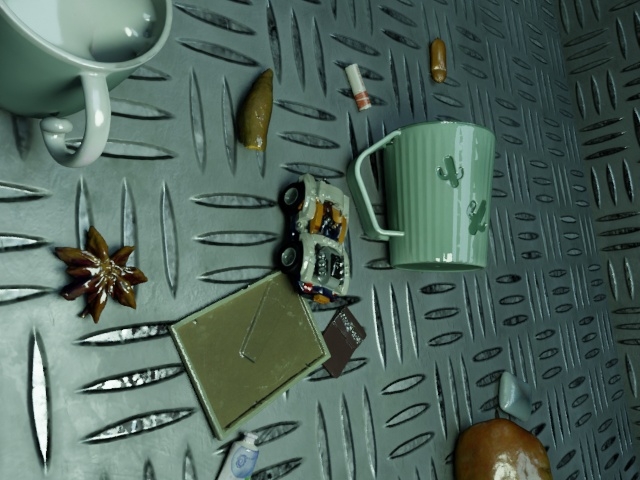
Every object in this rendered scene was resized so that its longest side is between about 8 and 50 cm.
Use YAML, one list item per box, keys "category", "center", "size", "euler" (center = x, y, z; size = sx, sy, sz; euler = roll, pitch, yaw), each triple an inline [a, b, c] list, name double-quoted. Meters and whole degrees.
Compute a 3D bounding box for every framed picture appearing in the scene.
- category: "framed picture"
  center: [-0.133, 0.218, 1.096]
  size: [0.335, 0.022, 0.247]
  euler: [-28, 97, -45]

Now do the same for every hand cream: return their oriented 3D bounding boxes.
- category: "hand cream"
  center: [-0.159, 0.445, 1.011]
  size: [0.084, 0.053, 0.142]
  euler: [32, 70, -37]

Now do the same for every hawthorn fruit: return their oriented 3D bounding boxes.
- category: "hawthorn fruit"
  center: [0.517, 0.638, 1.493]
  size: [0.268, 0.268, 0.301]
  euler: [20, 58, -41]

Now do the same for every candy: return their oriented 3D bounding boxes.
- category: "candy"
  center: [0.685, 0.547, 1.813]
  size: [0.174, 0.071, 0.138]
  euler: [33, 59, -35]

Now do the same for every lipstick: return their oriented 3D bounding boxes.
- category: "lipstick"
  center: [0.109, -0.438, 1.489]
  size: [0.038, 0.038, 0.130]
  euler: [-27, 100, -45]

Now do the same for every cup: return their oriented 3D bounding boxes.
- category: "cup"
  center: [0.286, -0.118, 1.459]
  size: [0.310, 0.401, 0.392]
  euler: [38, 54, -75]
- category: "cup"
  center: [-0.397, -0.281, 0.778]
  size: [0.259, 0.274, 0.356]
  euler: [-10, 89, -45]

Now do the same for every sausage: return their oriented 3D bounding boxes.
- category: "sausage"
  center: [0.418, -0.635, 1.837]
  size: [0.062, 0.054, 0.183]
  euler: [0, 81, -13]

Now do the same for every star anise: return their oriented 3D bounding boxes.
- category: "star anise"
  center: [-0.369, 0.054, 0.881]
  size: [0.168, 0.057, 0.168]
  euler: [11, 74, -43]

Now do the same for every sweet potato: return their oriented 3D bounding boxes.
- category: "sweet potato"
  center: [-0.147, -0.305, 1.184]
  size: [0.077, 0.077, 0.243]
  euler: [25, 58, -39]

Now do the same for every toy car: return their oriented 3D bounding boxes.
- category: "toy car"
  center: [0.002, 0.001, 1.214]
  size: [0.193, 0.118, 0.301]
  euler: [27, 54, -46]

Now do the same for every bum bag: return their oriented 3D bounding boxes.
- category: "bum bag"
  center: [0.050, 0.250, 1.277]
  size: [0.109, 0.026, 0.159]
  euler: [53, 50, -20]
